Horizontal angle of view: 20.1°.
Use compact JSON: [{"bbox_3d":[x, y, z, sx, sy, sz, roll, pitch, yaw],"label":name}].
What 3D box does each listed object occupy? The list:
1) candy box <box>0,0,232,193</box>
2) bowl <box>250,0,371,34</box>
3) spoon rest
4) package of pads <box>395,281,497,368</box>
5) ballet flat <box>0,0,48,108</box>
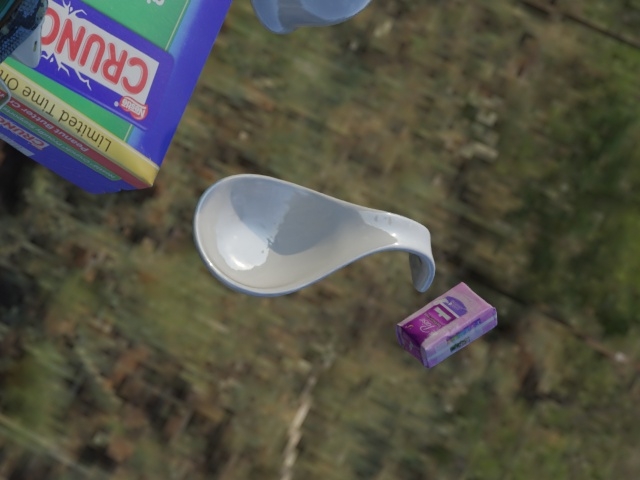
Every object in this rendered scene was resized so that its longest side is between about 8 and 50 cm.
[{"bbox_3d":[-0.232,-0.245,1.723,0.122,0.268,0.317,-4,-121,52],"label":"candy box"},{"bbox_3d":[0.031,-0.378,2.115,0.298,0.134,0.298,12,90,-71],"label":"bowl"},{"bbox_3d":[0.000,0.000,1.834,0.084,0.276,0.137,-47,-135,51],"label":"spoon rest"},{"bbox_3d":[0.115,0.077,1.648,0.083,0.050,0.032,-31,132,-18],"label":"package of pads"},{"bbox_3d":[-0.254,-0.141,1.390,0.188,0.070,0.070,-45,172,15],"label":"ballet flat"}]
